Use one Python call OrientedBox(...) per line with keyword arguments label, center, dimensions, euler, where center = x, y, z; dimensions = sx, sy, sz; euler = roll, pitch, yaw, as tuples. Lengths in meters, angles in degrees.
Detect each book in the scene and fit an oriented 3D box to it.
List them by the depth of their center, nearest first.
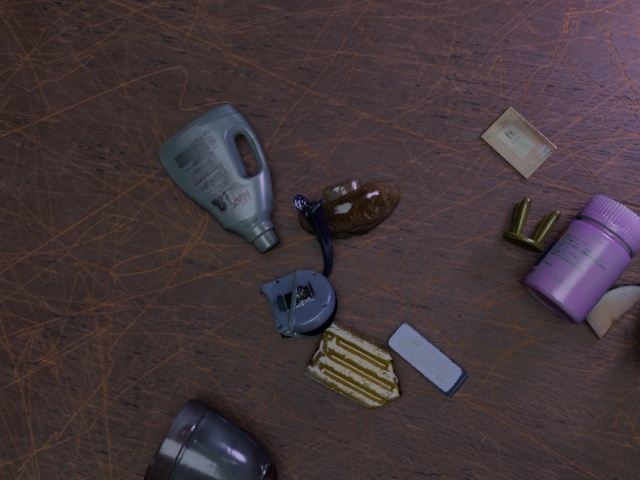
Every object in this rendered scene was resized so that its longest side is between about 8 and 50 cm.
OrientedBox(label="book", center=(0.532, -0.263, 1.768), dimensions=(0.118, 0.012, 0.172), euler=(-45, 83, 2))

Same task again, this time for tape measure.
OrientedBox(label="tape measure", center=(-0.048, 0.163, 1.736), dimensions=(0.181, 0.107, 0.182), euler=(-30, 51, 1))

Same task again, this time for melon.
OrientedBox(label="melon", center=(0.756, 0.160, 1.697), dimensions=(0.182, 0.054, 0.098), euler=(-44, 89, 3))

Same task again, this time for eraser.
OrientedBox(label="eraser", center=(0.284, 0.316, 1.747), dimensions=(0.225, 0.036, 0.082), euler=(41, 90, 8))

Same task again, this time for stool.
OrientedBox(label="stool", center=(0.544, -0.037, 1.704), dimensions=(0.135, 0.134, 0.110), euler=(28, 84, -37))

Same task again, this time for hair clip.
OrientedBox(label="hair clip", center=(0.000, 0.000, 1.708), dimensions=(0.083, 0.275, 0.048), euler=(9, 44, 28))

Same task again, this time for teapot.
OrientedBox(label="teapot", center=(-0.279, 0.616, 1.718), dimensions=(0.312, 0.233, 0.315), euler=(29, 119, 3))

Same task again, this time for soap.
OrientedBox(label="soap", center=(0.103, 0.339, 1.743), dimensions=(0.257, 0.080, 0.160), euler=(27, 91, 7))

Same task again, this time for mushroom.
OrientedBox(label="mushroom", center=(0.075, -0.088, 1.740), dimensions=(0.286, 0.151, 0.156), euler=(-19, 86, 5))

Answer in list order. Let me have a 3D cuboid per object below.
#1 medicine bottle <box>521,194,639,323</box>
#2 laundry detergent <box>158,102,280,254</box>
OrientedBox(label="medicine bottle", center=(0.662, 0.048, 1.650), dimensions=(0.178, 0.178, 0.290), euler=(39, 90, 7))
OrientedBox(label="laundry detergent", center=(-0.234, -0.150, 1.794), dimensions=(0.264, 0.125, 0.398), euler=(-36, 84, 2))
